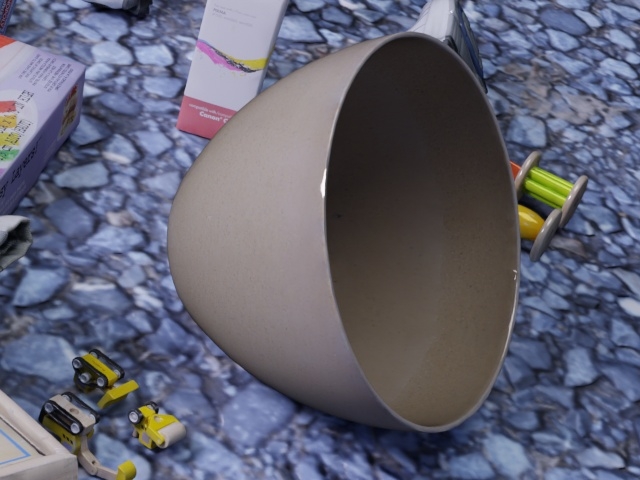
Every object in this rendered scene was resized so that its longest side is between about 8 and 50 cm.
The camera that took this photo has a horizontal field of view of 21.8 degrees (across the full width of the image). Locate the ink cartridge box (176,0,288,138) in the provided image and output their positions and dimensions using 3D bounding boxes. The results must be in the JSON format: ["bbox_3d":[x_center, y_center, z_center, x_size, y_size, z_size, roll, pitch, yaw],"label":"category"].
[{"bbox_3d":[-0.067,-0.197,1.471,0.067,0.198,0.115,17,36,-2],"label":"ink cartridge box"}]

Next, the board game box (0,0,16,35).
[{"bbox_3d":[-0.370,-0.244,1.474,0.194,0.060,0.194,20,-1,33],"label":"board game box"}]

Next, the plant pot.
[{"bbox_3d":[0.000,0.000,1.223,0.191,0.284,0.284,-5,24,32],"label":"plant pot"}]

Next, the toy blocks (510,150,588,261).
[{"bbox_3d":[0.153,-0.052,1.501,0.148,0.054,0.123,28,38,14],"label":"toy blocks"}]

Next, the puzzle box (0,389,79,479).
[{"bbox_3d":[-0.355,0.095,0.973,0.272,0.052,0.409,-12,26,-36],"label":"puzzle box"}]

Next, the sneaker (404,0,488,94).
[{"bbox_3d":[0.083,-0.155,1.557,0.129,0.111,0.297,-17,14,15],"label":"sneaker"}]

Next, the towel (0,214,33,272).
[{"bbox_3d":[-0.383,0.004,1.055,0.324,0.056,0.312,10,21,14],"label":"towel"}]

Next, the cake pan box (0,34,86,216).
[{"bbox_3d":[-0.347,-0.097,1.330,0.245,0.070,0.267,19,36,5],"label":"cake pan box"}]

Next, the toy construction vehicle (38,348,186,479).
[{"bbox_3d":[-0.150,0.126,1.157,0.098,0.035,0.086,34,28,16],"label":"toy construction vehicle"}]

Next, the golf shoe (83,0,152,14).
[{"bbox_3d":[-0.230,-0.298,1.637,0.094,0.077,0.198,-5,41,-28],"label":"golf shoe"}]
